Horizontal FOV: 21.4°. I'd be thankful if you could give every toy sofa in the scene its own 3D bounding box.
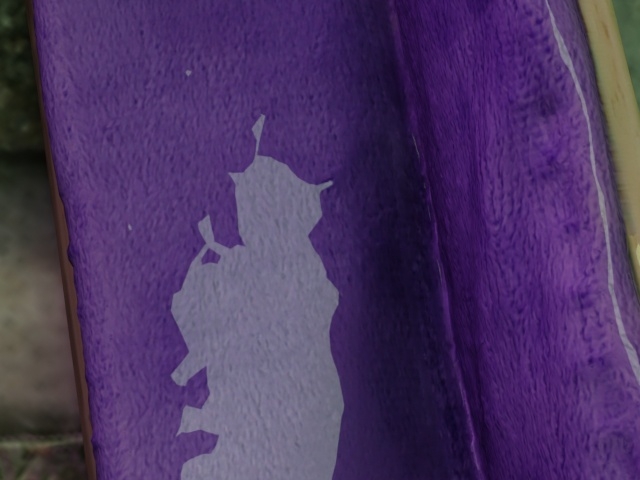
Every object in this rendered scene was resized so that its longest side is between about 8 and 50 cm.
[{"bbox_3d":[0.000,0.000,0.511,0.150,0.177,0.362,-4,72,-17],"label":"toy sofa"}]
